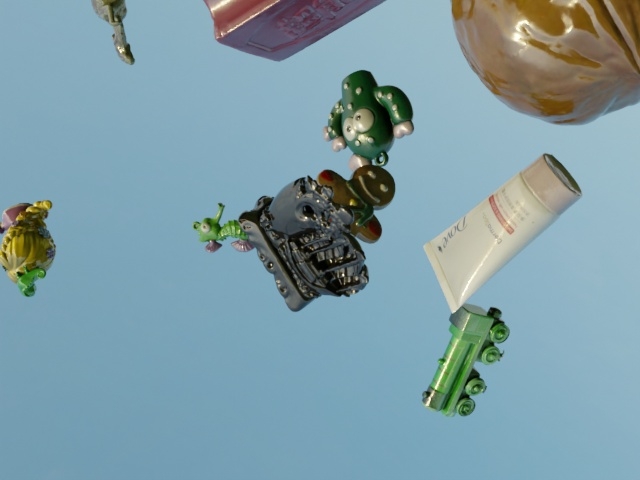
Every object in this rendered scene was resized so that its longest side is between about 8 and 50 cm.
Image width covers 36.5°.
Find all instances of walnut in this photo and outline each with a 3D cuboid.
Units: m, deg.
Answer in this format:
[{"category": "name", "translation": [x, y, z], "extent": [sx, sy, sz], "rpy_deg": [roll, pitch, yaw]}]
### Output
[{"category": "walnut", "translation": [0.357, -0.345, 1.353], "extent": [0.308, 0.354, 0.398], "rpy_deg": [32, -157, -39]}]

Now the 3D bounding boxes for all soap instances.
[{"category": "soap", "translation": [-0.018, -0.486, 1.831], "extent": [0.233, 0.359, 0.128], "rpy_deg": [1, -112, -57]}]

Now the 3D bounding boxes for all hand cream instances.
[{"category": "hand cream", "translation": [0.253, -0.020, 1.390], "extent": [0.083, 0.248, 0.133], "rpy_deg": [27, -150, -38]}]

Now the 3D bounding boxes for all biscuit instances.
[{"category": "biscuit", "translation": [0.053, -0.066, 2.114], "extent": [0.301, 0.049, 0.197], "rpy_deg": [-39, -90, -29]}]

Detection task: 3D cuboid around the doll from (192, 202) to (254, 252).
[{"category": "doll", "translation": [-0.193, -0.028, 2.141], "extent": [0.190, 0.115, 0.050], "rpy_deg": [1, -152, 14]}]

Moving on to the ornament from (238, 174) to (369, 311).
[{"category": "ornament", "translation": [0.000, 0.000, 1.705], "extent": [0.106, 0.260, 0.251], "rpy_deg": [-42, -71, -38]}]

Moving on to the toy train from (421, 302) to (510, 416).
[{"category": "toy train", "translation": [0.284, 0.242, 1.943], "extent": [0.119, 0.251, 0.085], "rpy_deg": [14, -164, -28]}]

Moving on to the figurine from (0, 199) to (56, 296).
[{"category": "figurine", "translation": [-0.464, 0.007, 1.566], "extent": [0.095, 0.115, 0.156], "rpy_deg": [26, -145, -39]}]

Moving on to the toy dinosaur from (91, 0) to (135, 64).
[{"category": "toy dinosaur", "translation": [-0.419, -0.486, 1.890], "extent": [0.077, 0.162, 0.294], "rpy_deg": [-9, -101, -22]}]

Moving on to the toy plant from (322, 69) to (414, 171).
[{"category": "toy plant", "translation": [0.113, -0.283, 2.328], "extent": [0.112, 0.232, 0.243], "rpy_deg": [2, -139, -48]}]
